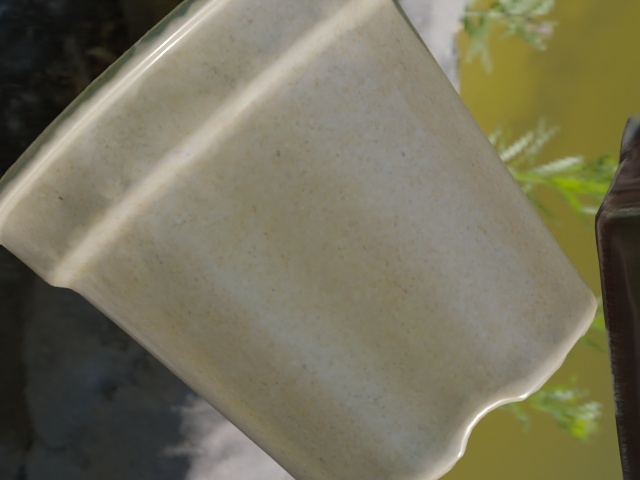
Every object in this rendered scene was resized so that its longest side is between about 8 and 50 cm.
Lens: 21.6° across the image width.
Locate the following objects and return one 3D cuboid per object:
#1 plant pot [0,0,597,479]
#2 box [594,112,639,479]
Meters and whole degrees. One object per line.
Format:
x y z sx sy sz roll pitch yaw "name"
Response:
0.000 0.000 1.090 0.334 0.334 0.305 -42 91 -23 "plant pot"
0.276 0.015 0.442 0.191 0.381 0.143 -43 128 -68 "box"
